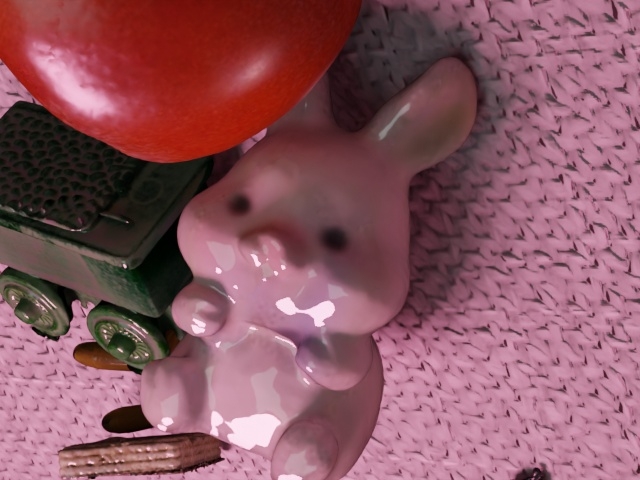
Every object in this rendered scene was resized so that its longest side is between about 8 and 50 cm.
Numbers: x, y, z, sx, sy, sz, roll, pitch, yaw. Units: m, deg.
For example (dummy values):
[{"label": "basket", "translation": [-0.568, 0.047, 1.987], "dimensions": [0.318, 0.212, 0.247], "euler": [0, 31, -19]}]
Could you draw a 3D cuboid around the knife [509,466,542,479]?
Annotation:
[{"label": "knife", "translation": [0.218, 0.334, 1.606], "dimensions": [0.044, 0.026, 0.297], "euler": [-6, 116, 25]}]

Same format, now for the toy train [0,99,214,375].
[{"label": "toy train", "translation": [-0.201, 0.003, 1.559], "dimensions": [0.266, 0.145, 0.202], "euler": [17, 145, 30]}]

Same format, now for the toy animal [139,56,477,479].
[{"label": "toy animal", "translation": [-0.004, 0.006, 1.421], "dimensions": [0.196, 0.241, 0.368], "euler": [19, 116, 14]}]

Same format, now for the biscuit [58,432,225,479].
[{"label": "biscuit", "translation": [-0.170, 0.206, 1.666], "dimensions": [0.121, 0.199, 0.041], "euler": [-6, 85, 7]}]

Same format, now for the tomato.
[{"label": "tomato", "translation": [-0.118, -0.231, 1.260], "dimensions": [0.272, 0.341, 0.341], "euler": [-30, 102, 15]}]

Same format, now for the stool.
[{"label": "stool", "translation": [-0.156, 0.124, 1.664], "dimensions": [0.110, 0.135, 0.134], "euler": [3, 77, 37]}]
